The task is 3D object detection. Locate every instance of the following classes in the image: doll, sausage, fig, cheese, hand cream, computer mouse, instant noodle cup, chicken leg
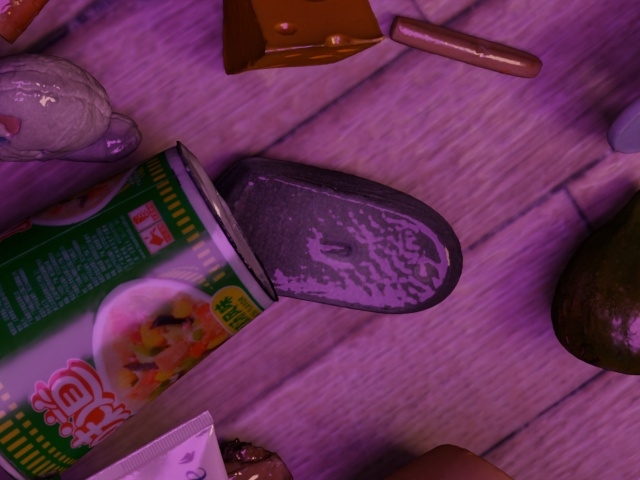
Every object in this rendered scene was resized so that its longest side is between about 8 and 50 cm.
[{"bbox_3d":[-0.215,-0.097,1.394,0.103,0.214,0.071,-9,78,27],"label":"doll"},{"bbox_3d":[0.119,-0.155,1.515,0.132,0.024,0.024,14,104,-16],"label":"sausage"},{"bbox_3d":[0.263,0.031,1.560,0.123,0.123,0.156,16,97,-18],"label":"fig"},{"bbox_3d":[-0.015,-0.169,1.399,0.093,0.171,0.126,-4,109,-12],"label":"cheese"},{"bbox_3d":[-0.103,0.248,1.480,0.133,0.083,0.248,-32,128,-10],"label":"hand cream"},{"bbox_3d":[0.002,-0.001,1.516,0.229,0.068,0.113,14,101,0],"label":"computer mouse"},{"bbox_3d":[-0.163,0.049,1.412,0.233,0.207,0.207,-32,112,1],"label":"instant noodle cup"},{"bbox_3d":[-0.108,0.247,1.568,0.196,0.080,0.125,-29,123,-1],"label":"chicken leg"}]

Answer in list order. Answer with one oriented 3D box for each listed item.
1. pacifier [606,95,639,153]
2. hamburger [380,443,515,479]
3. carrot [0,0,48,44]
[{"bbox_3d":[0.342,-0.176,1.504,0.279,0.227,0.207,-29,79,18],"label":"pacifier"},{"bbox_3d":[0.135,0.307,1.529,0.176,0.300,0.300,-45,112,-11],"label":"hamburger"},{"bbox_3d":[-0.181,-0.239,1.404,0.210,0.061,0.061,-45,112,0],"label":"carrot"}]
